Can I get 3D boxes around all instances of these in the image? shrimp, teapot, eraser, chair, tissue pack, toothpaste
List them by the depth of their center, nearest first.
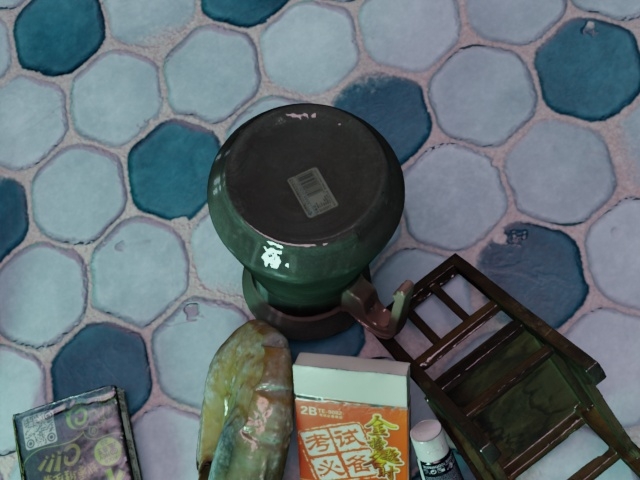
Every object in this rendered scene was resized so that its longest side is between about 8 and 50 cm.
[{"bbox_3d":[0.166,0.332,1.583,0.071,0.193,0.045,-18,27,6],"label":"toothpaste"},{"bbox_3d":[0.255,0.219,1.595,0.203,0.416,0.240,-38,114,-2],"label":"chair"},{"bbox_3d":[0.000,0.000,1.599,0.300,0.344,0.253,38,72,16],"label":"teapot"},{"bbox_3d":[0.046,0.261,1.603,0.157,0.230,0.038,4,30,13],"label":"eraser"},{"bbox_3d":[-0.132,0.329,1.640,0.221,0.110,0.445,-4,73,56],"label":"shrimp"},{"bbox_3d":[-0.350,0.345,1.715,0.173,0.073,0.235,-18,70,5],"label":"tissue pack"}]
